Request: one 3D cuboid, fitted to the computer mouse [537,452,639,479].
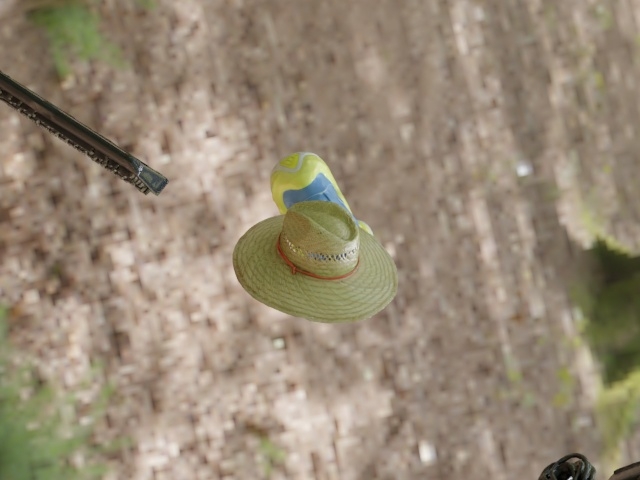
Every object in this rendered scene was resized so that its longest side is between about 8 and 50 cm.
[{"bbox_3d":[0.348,0.237,1.757,0.188,0.272,0.072,-96,-171,-68],"label":"computer mouse"}]

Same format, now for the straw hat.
[{"bbox_3d":[0.000,0.000,1.581,0.144,0.144,0.061,-79,177,-48],"label":"straw hat"}]

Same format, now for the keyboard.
[{"bbox_3d":[-0.201,-0.089,1.484,0.023,0.180,0.108,-57,166,0],"label":"keyboard"}]

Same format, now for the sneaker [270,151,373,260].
[{"bbox_3d":[0.016,0.014,2.135,0.240,0.091,0.126,55,6,-42],"label":"sneaker"}]
